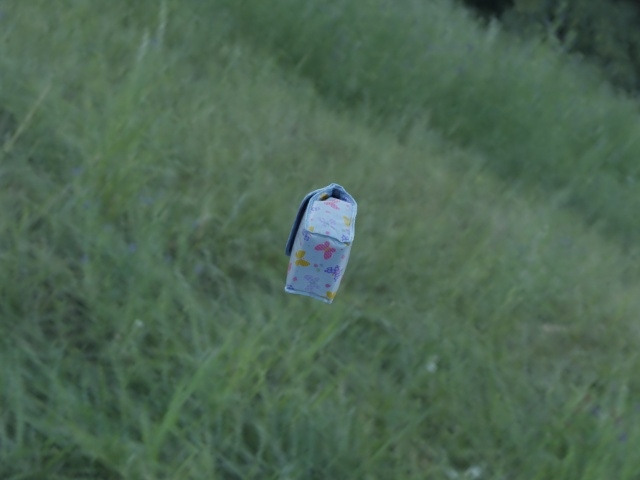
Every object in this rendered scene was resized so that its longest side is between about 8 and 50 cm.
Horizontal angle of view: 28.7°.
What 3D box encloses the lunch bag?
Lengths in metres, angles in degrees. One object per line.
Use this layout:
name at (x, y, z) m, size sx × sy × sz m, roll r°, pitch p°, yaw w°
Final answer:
lunch bag at (0.000, 0.000, 1.062) m, size 0.053 × 0.071 × 0.083 m, roll 16°, pitch 35°, yaw -2°
